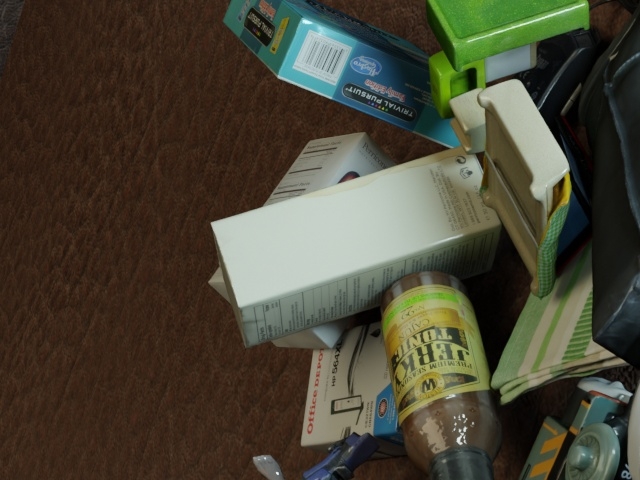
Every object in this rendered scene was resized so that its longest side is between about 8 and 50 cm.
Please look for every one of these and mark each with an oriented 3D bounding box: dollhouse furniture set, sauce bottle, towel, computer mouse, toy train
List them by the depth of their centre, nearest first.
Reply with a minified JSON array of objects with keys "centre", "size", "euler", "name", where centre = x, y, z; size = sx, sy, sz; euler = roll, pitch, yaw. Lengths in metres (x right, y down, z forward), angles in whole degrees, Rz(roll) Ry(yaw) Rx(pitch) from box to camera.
[{"centre":[0.247,0.294,1.678],"size":[0.334,0.142,0.190],"euler":[-68,21,5],"name":"toy train"},{"centre":[0.319,0.040,1.713],"size":[0.325,0.038,0.248],"euler":[-26,29,52],"name":"towel"},{"centre":[0.237,-0.123,1.786],"size":[0.197,0.151,0.301],"euler":[80,169,-54],"name":"dollhouse furniture set"},{"centre":[0.136,0.174,1.804],"size":[0.111,0.111,0.344],"euler":[-53,28,28],"name":"sauce bottle"},{"centre":[0.298,-0.188,1.926],"size":[0.262,0.060,0.184],"euler":[-57,28,2],"name":"computer mouse"}]

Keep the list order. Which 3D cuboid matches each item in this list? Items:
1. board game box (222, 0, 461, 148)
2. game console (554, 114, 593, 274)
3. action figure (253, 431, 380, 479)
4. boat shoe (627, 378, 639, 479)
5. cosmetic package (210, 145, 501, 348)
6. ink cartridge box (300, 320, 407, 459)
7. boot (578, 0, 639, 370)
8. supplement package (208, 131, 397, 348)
[{"centre":[0.036,-0.226,2.109],"size":[0.079,0.254,0.336],"euler":[-65,20,11],"name":"board game box"},{"centre":[0.256,-0.050,1.849],"size":[0.085,0.124,0.144],"euler":[-20,25,4],"name":"game console"},{"centre":[-0.036,0.374,2.004],"size":[0.341,0.178,0.330],"euler":[-42,19,-1],"name":"action figure"},{"centre":[0.318,0.213,1.503],"size":[0.094,0.109,0.302],"euler":[-124,18,-59],"name":"boat shoe"},{"centre":[0.041,0.008,1.941],"size":[0.160,0.309,0.113],"euler":[91,162,-69],"name":"cosmetic package"},{"centre":[0.071,0.181,2.052],"size":[0.203,0.086,0.148],"euler":[-18,59,53],"name":"ink cartridge box"},{"centre":[0.362,-0.130,1.563],"size":[0.445,0.146,0.367],"euler":[-75,8,-59],"name":"boot"},{"centre":[0.000,0.000,2.135],"size":[0.134,0.139,0.244],"euler":[-3,48,57],"name":"supplement package"}]
